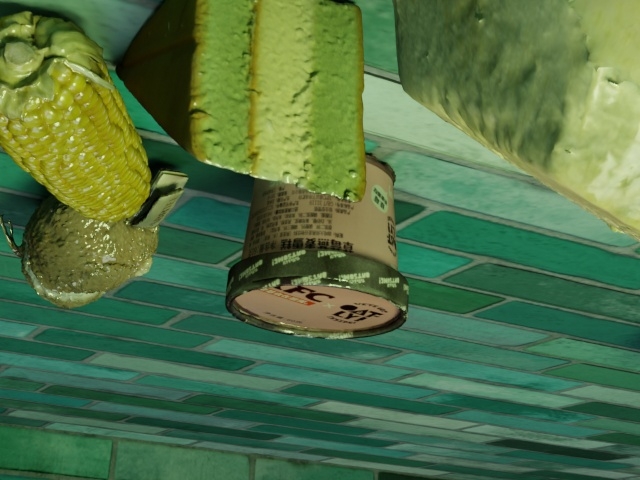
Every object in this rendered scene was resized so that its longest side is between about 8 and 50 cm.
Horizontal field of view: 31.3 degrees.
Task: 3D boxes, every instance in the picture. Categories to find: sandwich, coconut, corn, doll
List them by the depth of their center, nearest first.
[{"bbox_3d":[0.166,-0.118,0.454,0.239,0.244,0.239,31,-172,-5],"label":"coconut"},{"bbox_3d":[-0.062,-0.074,0.737,0.117,0.144,0.187,15,158,-25],"label":"sandwich"},{"bbox_3d":[-0.179,-0.078,0.825,0.091,0.091,0.260,-39,163,-9],"label":"corn"},{"bbox_3d":[-0.201,-0.002,1.024,0.115,0.105,0.221,26,154,-35],"label":"doll"}]

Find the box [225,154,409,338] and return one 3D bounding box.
[{"bbox_3d":[0.000,0.000,0.961,0.151,0.135,0.151,3,158,1],"label":"box"}]
